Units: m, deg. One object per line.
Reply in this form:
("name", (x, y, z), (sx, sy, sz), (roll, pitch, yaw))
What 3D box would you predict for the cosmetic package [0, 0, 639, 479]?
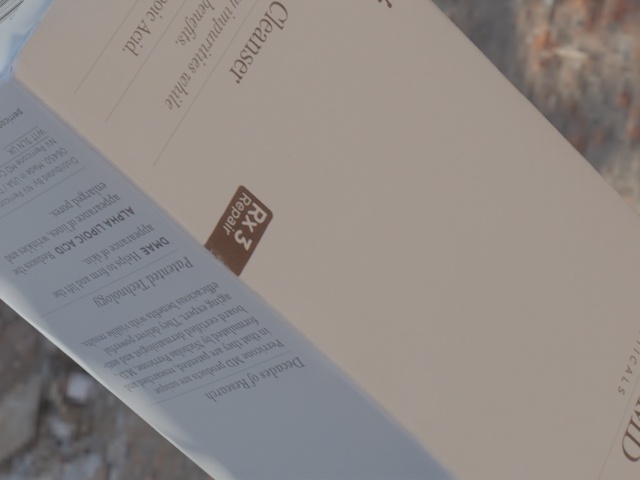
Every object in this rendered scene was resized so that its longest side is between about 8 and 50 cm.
("cosmetic package", (0.000, 0.000, 0.911), (0.156, 0.385, 0.217), (-26, 30, 49))
